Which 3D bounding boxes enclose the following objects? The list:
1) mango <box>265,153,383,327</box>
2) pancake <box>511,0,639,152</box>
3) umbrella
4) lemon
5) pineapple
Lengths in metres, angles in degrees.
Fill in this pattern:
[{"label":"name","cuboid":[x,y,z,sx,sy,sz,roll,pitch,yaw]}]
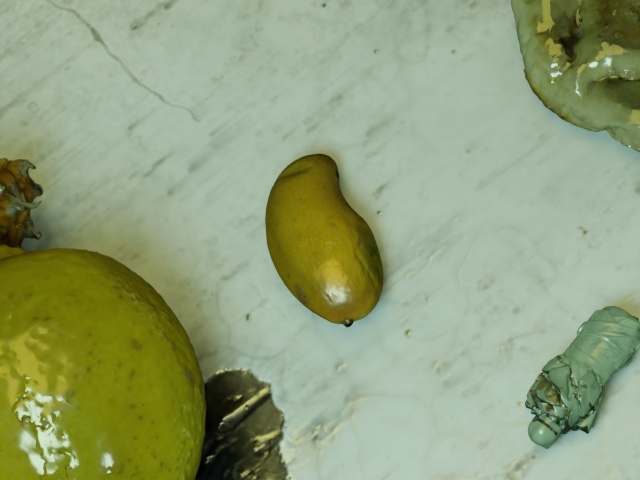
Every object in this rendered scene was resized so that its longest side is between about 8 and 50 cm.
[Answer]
[{"label":"mango","cuboid":[0.000,0.000,1.730,0.098,0.075,0.190,-14,59,-10]},{"label":"pancake","cuboid":[0.360,-0.253,1.750,0.387,0.082,0.387,-3,69,9]},{"label":"umbrella","cuboid":[0.229,0.121,1.636,0.067,0.062,0.143,38,77,-7]},{"label":"lemon","cuboid":[-0.226,0.146,1.625,0.253,0.253,0.310,-30,76,-1]},{"label":"pineapple","cuboid":[-0.322,0.019,1.770,0.140,0.250,0.164,-20,74,-43]}]
